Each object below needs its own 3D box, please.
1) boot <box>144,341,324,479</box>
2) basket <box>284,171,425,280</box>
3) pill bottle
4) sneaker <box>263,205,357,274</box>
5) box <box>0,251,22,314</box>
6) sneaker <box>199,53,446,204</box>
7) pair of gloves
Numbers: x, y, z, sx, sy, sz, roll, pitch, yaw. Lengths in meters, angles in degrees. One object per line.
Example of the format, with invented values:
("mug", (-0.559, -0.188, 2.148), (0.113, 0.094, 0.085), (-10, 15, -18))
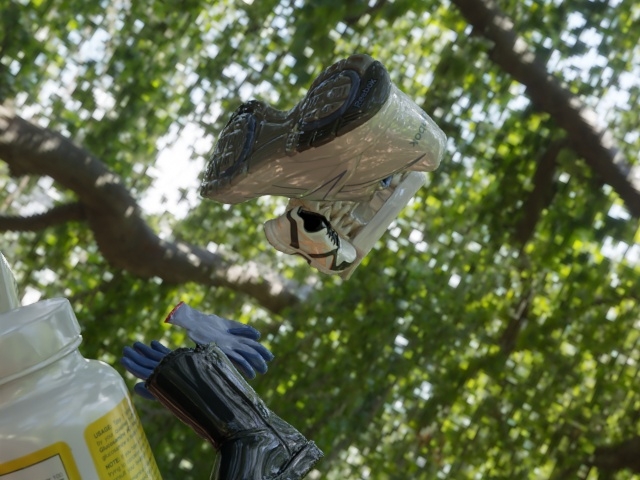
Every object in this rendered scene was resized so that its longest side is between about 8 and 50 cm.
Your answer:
("boot", (-0.124, 0.224, 1.220), (0.207, 0.094, 0.246), (42, 26, 10))
("basket", (0.030, -0.040, 1.178), (0.103, 0.113, 0.167), (39, -12, 3))
("pill bottle", (-0.249, 0.234, 1.042), (0.188, 0.187, 0.334), (3, -67, 66))
("sneaker", (0.000, 0.000, 1.003), (0.043, 0.040, 0.109), (-35, -37, 30))
("box", (-0.440, 0.154, 1.443), (0.094, 0.113, 0.275), (86, -15, -58))
("sneaker", (-0.009, -0.073, 1.031), (0.129, 0.111, 0.297), (32, -24, -31))
("pair of gloves", (-0.158, 0.153, 1.399), (0.159, 0.198, 0.023), (27, -54, 13))
